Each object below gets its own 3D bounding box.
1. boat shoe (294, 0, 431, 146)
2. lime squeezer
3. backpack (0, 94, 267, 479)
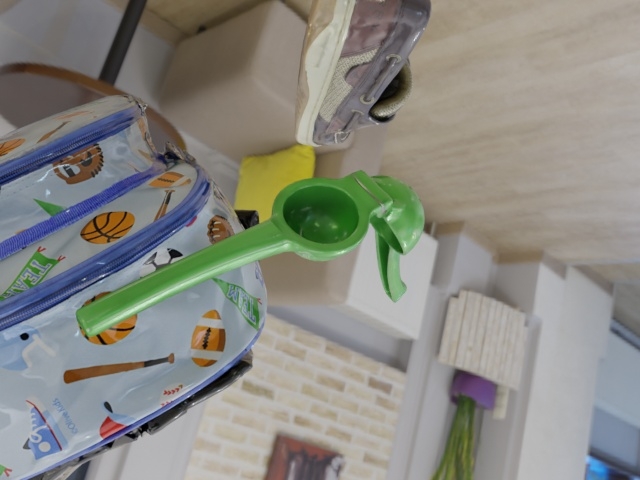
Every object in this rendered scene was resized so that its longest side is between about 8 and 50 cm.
[{"bbox_3d":[0.033,-0.139,0.607,0.092,0.103,0.285,18,168,2],"label":"boat shoe"},{"bbox_3d":[0.000,0.000,0.438,0.110,0.059,0.310,-35,161,29],"label":"lime squeezer"},{"bbox_3d":[-0.161,0.025,0.465,0.213,0.276,0.263,61,170,-27],"label":"backpack"}]
